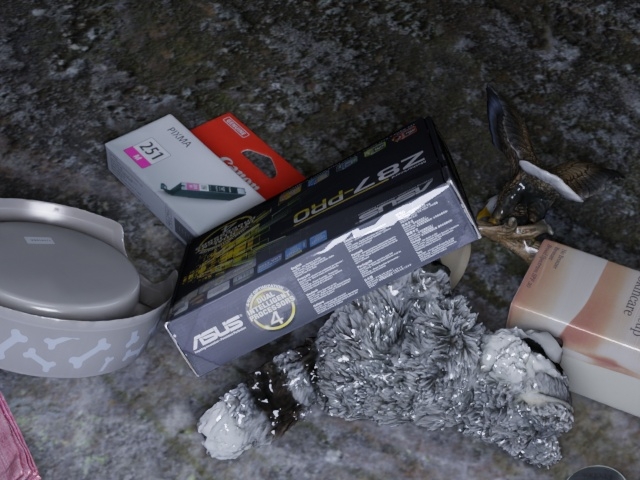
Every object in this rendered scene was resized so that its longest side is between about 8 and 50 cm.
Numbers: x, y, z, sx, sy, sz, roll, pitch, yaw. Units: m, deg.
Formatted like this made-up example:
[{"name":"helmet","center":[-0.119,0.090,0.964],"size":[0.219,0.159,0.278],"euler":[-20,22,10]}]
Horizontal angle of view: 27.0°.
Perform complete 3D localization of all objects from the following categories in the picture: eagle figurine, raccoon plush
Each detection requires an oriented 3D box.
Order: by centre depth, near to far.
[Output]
[{"name":"raccoon plush","center":[0.109,0.232,1.699],"size":[0.446,0.216,0.299],"euler":[-38,68,1]},{"name":"eagle figurine","center":[0.316,-0.094,1.982],"size":[0.225,0.226,0.298],"euler":[3,46,29]}]

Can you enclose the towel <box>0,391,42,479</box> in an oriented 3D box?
[{"name":"towel","center":[-0.519,0.285,1.594],"size":[0.329,0.037,0.237],"euler":[-31,51,-10]}]

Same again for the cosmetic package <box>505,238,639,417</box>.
[{"name":"cosmetic package","center":[0.409,0.130,1.797],"size":[0.296,0.129,0.153],"euler":[19,46,15]}]

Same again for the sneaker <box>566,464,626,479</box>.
[{"name":"sneaker","center":[0.318,0.435,1.497],"size":[0.122,0.146,0.330],"euler":[2,63,37]}]

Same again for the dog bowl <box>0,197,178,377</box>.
[{"name":"dog bowl","center":[-0.368,0.062,1.761],"size":[0.349,0.102,0.349],"euler":[15,21,-6]}]

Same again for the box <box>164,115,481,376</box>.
[{"name":"box","center":[0.000,0.000,1.733],"size":[0.395,0.097,0.318],"euler":[-27,19,9]}]

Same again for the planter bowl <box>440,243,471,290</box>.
[{"name":"planter bowl","center":[0.145,0.017,1.893],"size":[0.109,0.162,0.162],"euler":[25,43,-15]}]

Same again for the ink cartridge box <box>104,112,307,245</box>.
[{"name":"ink cartridge box","center":[-0.158,-0.104,2.053],"size":[0.239,0.060,0.275],"euler":[-29,53,-27]}]
